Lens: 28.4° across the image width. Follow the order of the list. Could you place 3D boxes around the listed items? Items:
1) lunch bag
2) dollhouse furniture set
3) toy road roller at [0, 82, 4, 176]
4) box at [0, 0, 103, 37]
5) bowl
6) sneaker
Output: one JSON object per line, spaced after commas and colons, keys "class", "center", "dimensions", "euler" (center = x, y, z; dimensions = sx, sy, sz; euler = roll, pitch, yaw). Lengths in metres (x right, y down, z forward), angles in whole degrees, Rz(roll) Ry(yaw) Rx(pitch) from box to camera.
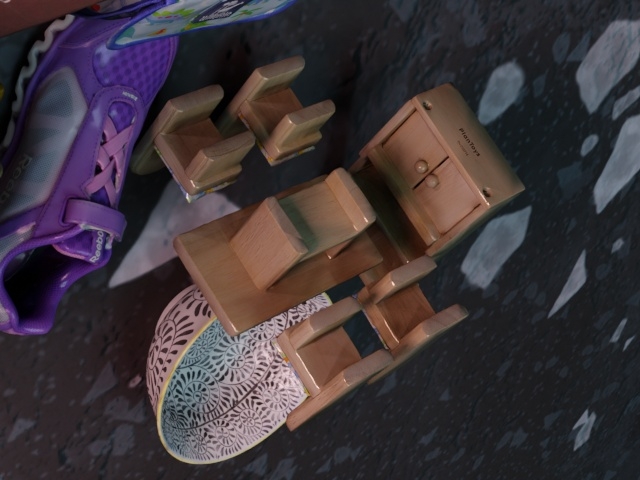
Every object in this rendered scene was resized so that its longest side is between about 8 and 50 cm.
{"class": "lunch bag", "center": [-0.075, -0.161, 0.696], "dimensions": [0.128, 0.151, 0.096], "euler": [-20, 121, -38]}
{"class": "dollhouse furniture set", "center": [0.000, 0.000, 0.897], "dimensions": [0.242, 0.212, 0.161], "euler": [-25, 167, -39]}
{"class": "toy road roller", "center": [-0.303, -0.021, 0.534], "dimensions": [0.203, 0.240, 0.329], "euler": [-59, -179, 11]}
{"class": "box", "center": [-0.052, -0.230, 0.512], "dimensions": [0.381, 0.143, 0.191], "euler": [-14, 149, 18]}
{"class": "bowl", "center": [-0.077, 0.082, 0.983], "dimensions": [0.170, 0.080, 0.170], "euler": [-30, 140, -29]}
{"class": "sneaker", "center": [-0.151, -0.038, 0.773], "dimensions": [0.236, 0.104, 0.095], "euler": [-55, 144, 4]}
